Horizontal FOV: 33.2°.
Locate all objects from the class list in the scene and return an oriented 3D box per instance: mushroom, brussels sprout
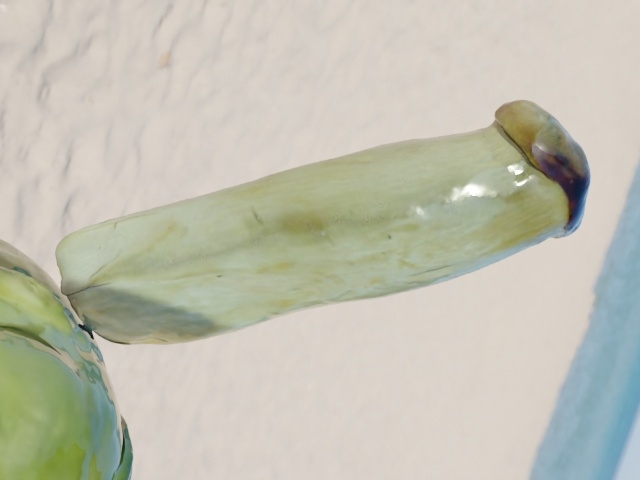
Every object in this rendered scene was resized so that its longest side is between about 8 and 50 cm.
[{"bbox_3d":[0.000,0.000,0.620,0.100,0.312,0.081,59,22,-44],"label":"mushroom"},{"bbox_3d":[-0.346,0.201,0.947,0.361,0.342,0.425,16,88,-34],"label":"brussels sprout"}]
